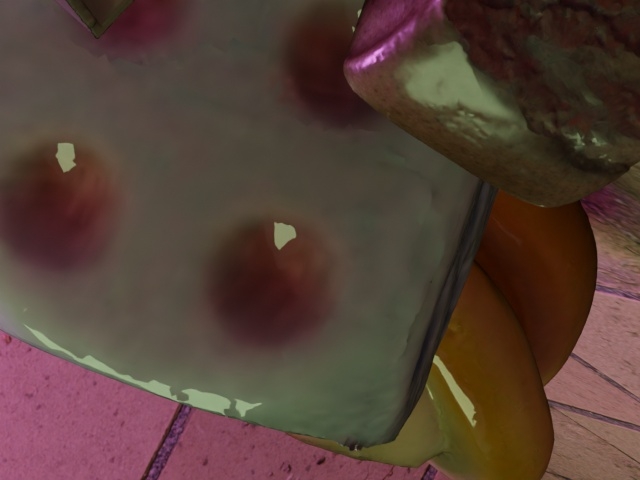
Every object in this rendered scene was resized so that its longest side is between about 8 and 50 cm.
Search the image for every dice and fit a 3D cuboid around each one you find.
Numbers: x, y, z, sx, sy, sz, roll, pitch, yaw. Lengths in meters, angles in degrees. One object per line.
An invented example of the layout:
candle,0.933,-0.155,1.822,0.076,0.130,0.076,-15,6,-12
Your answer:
dice,-0.039,-0.057,1.043,0.268,0.262,0.265,19,-176,8

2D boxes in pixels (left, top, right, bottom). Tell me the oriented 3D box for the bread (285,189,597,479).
bread,-0.013,0.021,1.418,0.424,0.245,0.329,27,156,-13

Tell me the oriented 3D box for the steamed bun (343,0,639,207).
steamed bun,0.108,-0.100,0.838,0.145,0.175,0.106,35,-164,-11

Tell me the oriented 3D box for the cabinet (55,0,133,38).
cabinet,-0.131,-0.218,0.792,0.206,0.145,0.150,41,175,19
